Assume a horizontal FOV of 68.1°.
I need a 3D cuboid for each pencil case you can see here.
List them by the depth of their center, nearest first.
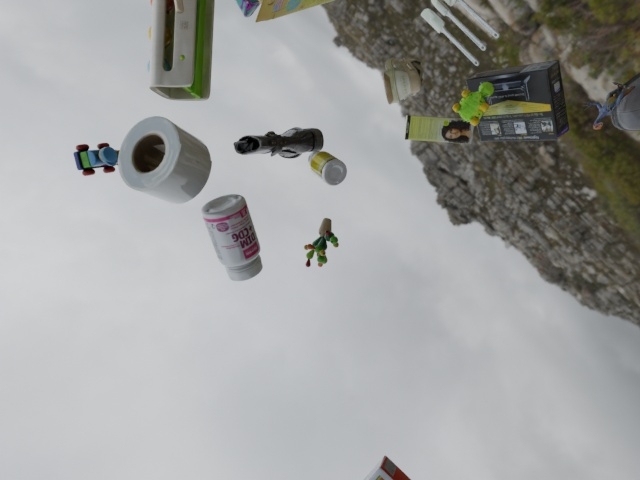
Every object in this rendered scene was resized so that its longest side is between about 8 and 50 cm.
[{"bbox_3d":[-0.229,-0.707,1.319,0.152,0.064,0.070,55,-175,-10],"label":"pencil case"}]

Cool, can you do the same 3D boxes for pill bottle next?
[{"bbox_3d":[0.012,-0.181,1.158,0.065,0.065,0.116,26,-169,-34],"label":"pill bottle"},{"bbox_3d":[-0.306,-0.007,1.688,0.160,0.160,0.283,-88,-14,-60],"label":"pill bottle"}]

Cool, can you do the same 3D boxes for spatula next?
[{"bbox_3d":[0.401,-0.630,1.373,0.242,0.019,0.168,48,161,6],"label":"spatula"}]

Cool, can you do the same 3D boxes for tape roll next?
[{"bbox_3d":[-0.502,-0.255,1.536,0.246,0.246,0.169,53,-170,21],"label":"tape roll"}]

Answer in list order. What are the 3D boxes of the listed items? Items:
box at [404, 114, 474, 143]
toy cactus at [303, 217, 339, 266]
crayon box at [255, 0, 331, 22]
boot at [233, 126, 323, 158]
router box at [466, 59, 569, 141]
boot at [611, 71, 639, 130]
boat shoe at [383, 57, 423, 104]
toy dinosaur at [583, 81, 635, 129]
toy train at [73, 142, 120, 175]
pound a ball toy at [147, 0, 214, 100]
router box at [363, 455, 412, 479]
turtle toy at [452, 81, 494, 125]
[{"bbox_3d":[0.412,-0.388,1.654,0.232,0.088,0.058,5,-162,8],"label":"box"},{"bbox_3d":[0.000,0.000,1.756,0.112,0.219,0.181,17,-118,-11],"label":"toy cactus"},{"bbox_3d":[-0.031,-0.680,1.186,0.318,0.202,0.081,-34,-93,-32],"label":"crayon box"},{"bbox_3d":[-0.141,-0.279,1.354,0.228,0.262,0.091,-12,-82,-31],"label":"boot"},{"bbox_3d":[0.680,-0.473,1.648,0.308,0.081,0.243,15,135,53],"label":"router box"},{"bbox_3d":[0.703,-0.258,0.789,0.223,0.337,0.118,-71,-37,-69],"label":"boot"},{"bbox_3d":[0.229,-0.436,1.273,0.302,0.098,0.109,-67,-37,-62],"label":"boat shoe"},{"bbox_3d":[0.524,-0.238,0.852,0.090,0.082,0.047,2,-150,-16],"label":"toy dinosaur"},{"bbox_3d":[-0.709,-0.295,1.653,0.248,0.143,0.105,-29,-68,-62],"label":"toy train"},{"bbox_3d":[-0.338,-0.500,1.062,0.135,0.320,0.208,3,-178,6],"label":"pound a ball toy"},{"bbox_3d":[0.165,0.774,1.172,0.301,0.336,0.082,40,-172,15],"label":"router box"},{"bbox_3d":[0.465,-0.411,1.413,0.095,0.130,0.066,46,-138,19],"label":"turtle toy"}]
